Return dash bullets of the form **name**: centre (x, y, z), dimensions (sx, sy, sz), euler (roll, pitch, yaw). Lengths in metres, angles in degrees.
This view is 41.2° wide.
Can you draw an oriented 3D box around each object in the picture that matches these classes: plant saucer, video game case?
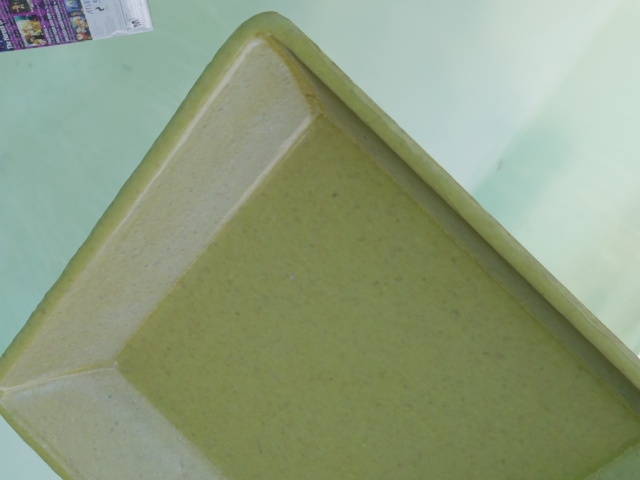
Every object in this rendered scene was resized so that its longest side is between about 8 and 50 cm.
- **plant saucer**: centre (0.008, 0.096, 0.486), dimensions (0.333, 0.333, 0.081), euler (-47, 178, 32)
- **video game case**: centre (-0.328, -0.338, 1.037), dimensions (0.210, 0.042, 0.232), euler (-10, 147, -5)
